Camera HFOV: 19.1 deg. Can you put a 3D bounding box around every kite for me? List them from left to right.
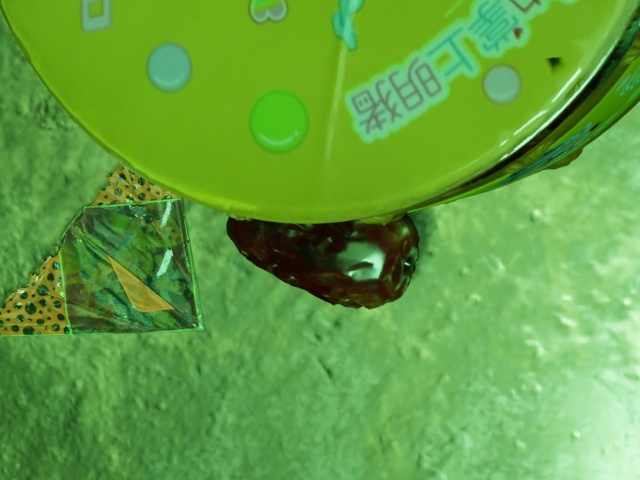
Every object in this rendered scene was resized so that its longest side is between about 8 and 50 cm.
[{"bbox_3d":[-0.127,0.022,1.298,0.125,0.008,0.222,39,104,0],"label":"kite"}]

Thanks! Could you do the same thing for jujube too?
[{"bbox_3d":[0.000,0.000,1.236,0.129,0.077,0.077,17,102,13],"label":"jujube"}]

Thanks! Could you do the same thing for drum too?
[{"bbox_3d":[0.023,-0.219,1.094,0.431,0.214,0.431,2,96,21],"label":"drum"}]
